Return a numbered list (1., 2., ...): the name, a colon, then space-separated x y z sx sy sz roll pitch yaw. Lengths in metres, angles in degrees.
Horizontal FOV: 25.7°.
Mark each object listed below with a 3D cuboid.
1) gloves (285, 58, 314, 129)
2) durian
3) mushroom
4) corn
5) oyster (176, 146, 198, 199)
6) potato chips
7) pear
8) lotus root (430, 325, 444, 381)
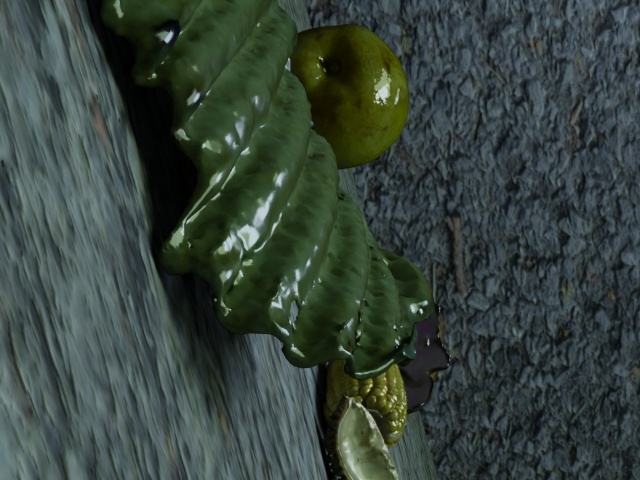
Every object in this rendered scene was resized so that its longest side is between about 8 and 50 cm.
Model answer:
1. gloves: -0.070 -0.192 1.314 0.119 0.097 0.229 -103 -177 -82
2. durian: 0.037 0.226 1.458 0.052 0.066 0.130 -54 120 -84
3. mushroom: 0.088 0.147 1.891 0.117 0.141 0.188 129 -48 -68
4. corn: 0.051 0.173 1.600 0.244 0.093 0.093 -82 157 -77
5. oyster: -0.083 -0.035 1.065 0.086 0.029 0.132 -93 168 -67
6. potato chips: -0.033 -0.071 1.046 0.373 0.097 0.389 68 15 2
7. pear: 0.020 -0.185 1.800 0.200 0.200 0.200 -15 90 -85
8. lotus root: 0.104 0.139 2.046 0.154 0.140 0.257 -109 175 -57
